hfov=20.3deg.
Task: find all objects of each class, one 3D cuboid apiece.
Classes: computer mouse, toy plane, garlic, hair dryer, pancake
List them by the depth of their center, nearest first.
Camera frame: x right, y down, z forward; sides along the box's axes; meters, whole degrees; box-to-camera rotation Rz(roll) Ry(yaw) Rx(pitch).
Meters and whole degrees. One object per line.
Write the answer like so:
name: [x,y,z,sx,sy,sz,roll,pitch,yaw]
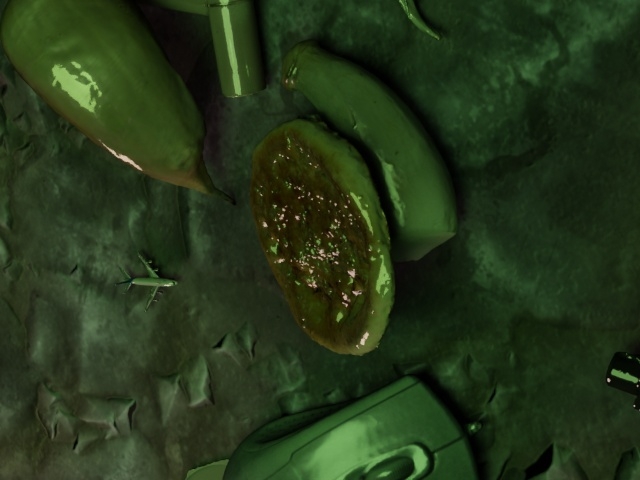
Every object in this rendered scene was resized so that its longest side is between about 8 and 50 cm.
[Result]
pancake: [0.001,0.000,1.949,0.282,0.049,0.282,38,139,44]
garlic: [-0.215,-0.178,2.004,0.151,0.196,0.338,-45,84,6]
hair dryer: [-0.172,-0.256,2.019,0.220,0.053,0.195,-1,107,29]
computer mouse: [0.024,0.284,2.070,0.371,0.122,0.188,-26,95,28]
toy plane: [-0.207,0.049,2.160,0.084,0.024,0.078,-1,106,21]

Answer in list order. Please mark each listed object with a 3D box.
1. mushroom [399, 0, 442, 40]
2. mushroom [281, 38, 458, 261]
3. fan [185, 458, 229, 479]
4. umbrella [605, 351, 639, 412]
mushroom: [0.016,-0.320,1.910,0.306,0.043,0.068,33,137,13]
mushroom: [0.057,-0.109,1.929,0.118,0.103,0.270,-33,83,39]
fan: [-0.149,0.401,2.259,0.182,0.010,0.310,48,121,5]
umbrella: [0.425,0.171,1.828,0.272,0.110,0.122,21,151,21]
